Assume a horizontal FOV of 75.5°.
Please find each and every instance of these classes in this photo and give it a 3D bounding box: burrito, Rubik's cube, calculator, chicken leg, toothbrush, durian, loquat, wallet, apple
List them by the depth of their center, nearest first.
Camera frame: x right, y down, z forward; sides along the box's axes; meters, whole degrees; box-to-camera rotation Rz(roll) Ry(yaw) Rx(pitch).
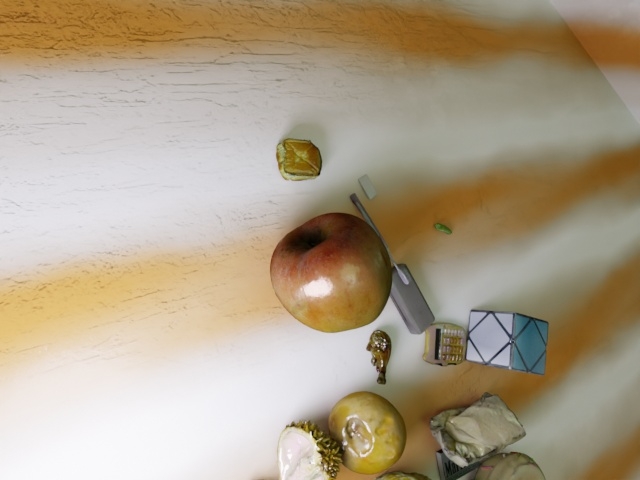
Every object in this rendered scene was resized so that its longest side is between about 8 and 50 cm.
[{"bbox_3d":[-0.025,0.595,1.135,0.138,0.183,0.249,3,128,-30],"label":"durian"},{"bbox_3d":[0.036,0.099,1.155,0.338,0.338,0.305,-41,124,-26],"label":"apple"},{"bbox_3d":[0.138,0.561,1.219,0.244,0.244,0.243,3,83,-29],"label":"loquat"},{"bbox_3d":[0.192,0.384,1.355,0.093,0.070,0.178,-7,98,-24],"label":"chicken leg"},{"bbox_3d":[0.204,-0.008,1.384,0.029,0.024,0.354,-33,90,-34],"label":"toothbrush"},{"bbox_3d":[0.164,-0.184,1.423,0.044,0.011,0.083,-36,103,-27],"label":"wallet"},{"bbox_3d":[0.536,0.674,1.466,0.332,0.135,0.190,-9,54,-26],"label":"burrito"},{"bbox_3d":[0.460,0.382,1.523,0.237,0.033,0.157,12,78,-30],"label":"calculator"},{"bbox_3d":[0.700,0.381,1.558,0.205,0.207,0.205,17,77,-28],"label":"Rubik's cube"}]

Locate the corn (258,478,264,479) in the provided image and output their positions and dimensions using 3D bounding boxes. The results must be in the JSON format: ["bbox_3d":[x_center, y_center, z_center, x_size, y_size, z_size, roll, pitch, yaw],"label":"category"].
[{"bbox_3d":[-0.150,0.781,1.100,0.106,0.106,0.293,-9,86,-30],"label":"corn"}]

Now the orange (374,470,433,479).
[{"bbox_3d":[0.260,0.821,1.249,0.369,0.210,0.271,21,113,-24],"label":"orange"}]

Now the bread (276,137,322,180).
[{"bbox_3d":[-0.065,-0.248,1.266,0.140,0.069,0.127,-4,86,-26],"label":"bread"}]

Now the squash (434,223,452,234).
[{"bbox_3d":[0.469,-0.045,1.575,0.089,0.027,0.027,17,77,-29],"label":"squash"}]

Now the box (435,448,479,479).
[{"bbox_3d":[0.497,0.791,1.497,0.178,0.036,0.115,-8,87,-30],"label":"box"}]

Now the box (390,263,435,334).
[{"bbox_3d":[0.306,0.204,1.438,0.103,0.055,0.243,-36,102,-27],"label":"box"}]

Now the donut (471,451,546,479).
[{"bbox_3d":[0.687,0.946,1.524,0.371,0.150,0.307,-16,92,-30],"label":"donut"}]
